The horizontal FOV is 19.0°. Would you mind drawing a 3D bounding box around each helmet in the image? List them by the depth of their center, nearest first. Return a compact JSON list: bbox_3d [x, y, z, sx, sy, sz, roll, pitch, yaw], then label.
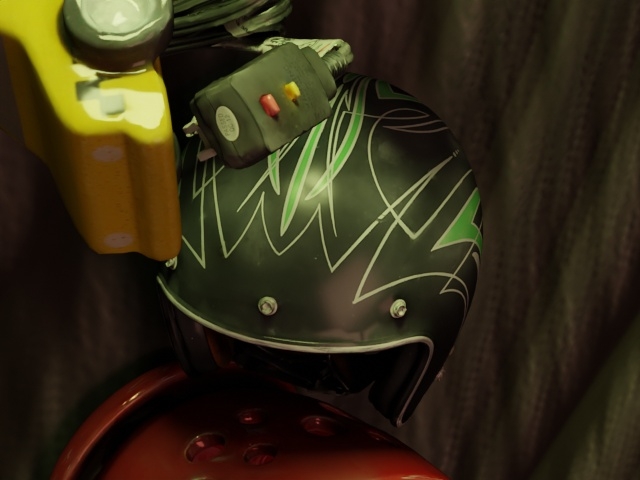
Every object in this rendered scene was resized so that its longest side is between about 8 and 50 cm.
[{"bbox_3d":[0.000,0.000,0.909,0.169,0.169,0.161,-33,149,-19],"label":"helmet"}]

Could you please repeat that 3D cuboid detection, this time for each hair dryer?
[{"bbox_3d":[-0.026,-0.134,0.815,0.293,0.223,0.080,-43,125,-36],"label":"hair dryer"}]

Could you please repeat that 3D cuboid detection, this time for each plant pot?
[{"bbox_3d":[-0.034,0.160,0.975,0.191,0.174,0.191,-20,128,-28],"label":"plant pot"}]

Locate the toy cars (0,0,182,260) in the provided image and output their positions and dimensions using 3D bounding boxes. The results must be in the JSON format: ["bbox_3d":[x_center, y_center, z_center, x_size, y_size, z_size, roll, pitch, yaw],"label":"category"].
[{"bbox_3d":[-0.109,-0.186,0.629,0.087,0.176,0.393,-8,102,-7],"label":"toy cars"}]
